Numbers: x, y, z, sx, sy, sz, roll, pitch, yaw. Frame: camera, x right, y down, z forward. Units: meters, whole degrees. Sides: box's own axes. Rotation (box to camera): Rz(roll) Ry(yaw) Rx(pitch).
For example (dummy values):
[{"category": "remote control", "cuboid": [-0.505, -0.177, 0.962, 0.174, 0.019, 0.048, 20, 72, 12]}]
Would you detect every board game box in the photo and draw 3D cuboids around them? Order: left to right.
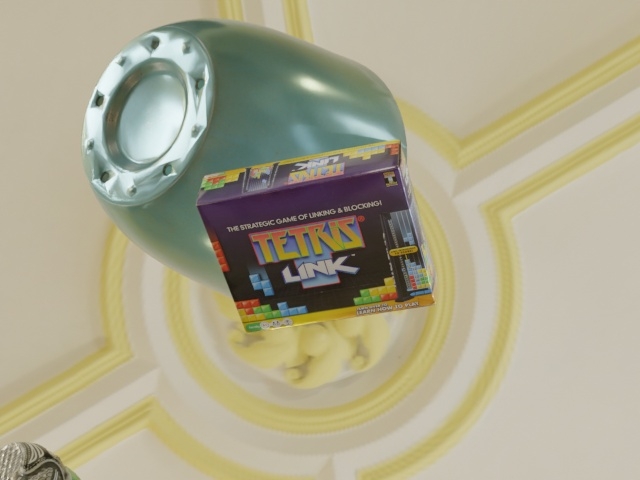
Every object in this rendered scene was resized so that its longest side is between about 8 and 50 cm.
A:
[{"category": "board game box", "cuboid": [0.000, 0.000, 0.984, 0.170, 0.048, 0.141, -10, -55, 13]}]

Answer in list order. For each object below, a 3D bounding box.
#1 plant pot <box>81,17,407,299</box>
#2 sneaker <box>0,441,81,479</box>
[{"category": "plant pot", "cuboid": [-0.097, -0.093, 1.210, 0.293, 0.235, 0.292, -14, -113, 35]}, {"category": "sneaker", "cuboid": [-0.255, 0.196, 0.700, 0.134, 0.343, 0.146, -35, -88, 21]}]
